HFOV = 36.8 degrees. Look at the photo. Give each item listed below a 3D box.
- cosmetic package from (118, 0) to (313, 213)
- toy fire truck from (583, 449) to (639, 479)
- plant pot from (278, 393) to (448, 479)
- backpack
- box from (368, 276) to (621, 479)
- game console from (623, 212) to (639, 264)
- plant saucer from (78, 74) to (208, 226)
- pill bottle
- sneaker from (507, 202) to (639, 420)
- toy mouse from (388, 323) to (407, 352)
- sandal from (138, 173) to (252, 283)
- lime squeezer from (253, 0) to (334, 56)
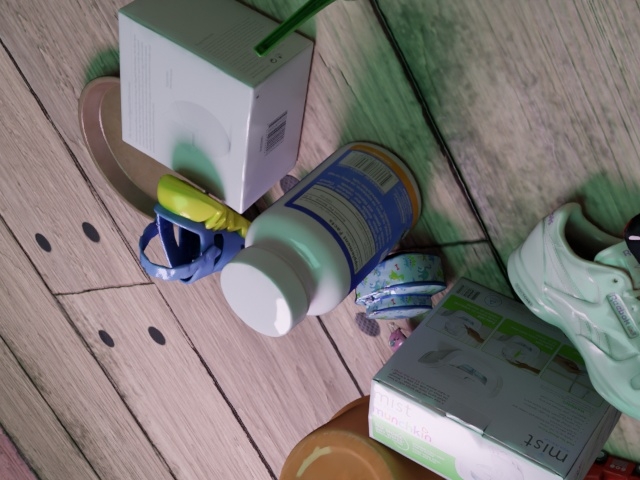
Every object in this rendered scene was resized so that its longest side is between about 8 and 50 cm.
[{"bbox_3d":[-0.147,-0.200,1.304,0.224,0.138,0.224,31,140,18],"label":"cosmetic package"},{"bbox_3d":[0.354,0.345,1.316,0.192,0.135,0.047,13,131,36],"label":"toy fire truck"},{"bbox_3d":[0.075,0.355,1.349,0.290,0.203,0.291,-5,80,32],"label":"plant pot"},{"bbox_3d":[0.113,0.063,1.316,0.114,0.105,0.084,-26,68,44],"label":"backpack"},{"bbox_3d":[0.231,0.199,1.225,0.261,0.231,0.127,24,137,25],"label":"box"},{"bbox_3d":[0.507,0.088,0.866,0.386,0.060,0.342,8,158,46],"label":"game console"},{"bbox_3d":[-0.282,-0.147,1.560,0.277,0.041,0.278,25,138,25],"label":"plant saucer"},{"bbox_3d":[0.000,0.000,1.233,0.152,0.272,0.152,26,138,26],"label":"pill bottle"},{"bbox_3d":[0.345,0.087,1.088,0.305,0.114,0.152,46,139,19],"label":"sneaker"},{"bbox_3d":[0.136,0.176,1.400,0.161,0.031,0.143,51,-176,26],"label":"toy mouse"},{"bbox_3d":[-0.178,0.003,1.426,0.126,0.138,0.317,29,179,23],"label":"sandal"},{"bbox_3d":[0.047,-0.322,1.052,0.310,0.110,0.059,-42,73,23],"label":"lime squeezer"}]
